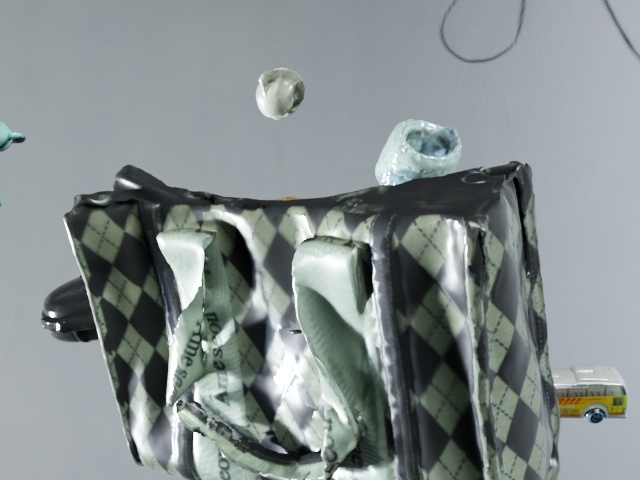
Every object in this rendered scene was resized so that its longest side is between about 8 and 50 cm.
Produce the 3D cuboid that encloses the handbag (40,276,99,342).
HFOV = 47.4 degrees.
[{"bbox_3d":[-0.401,0.121,1.451,0.254,0.308,0.093,-64,-37,-70],"label":"handbag"}]

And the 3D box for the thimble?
[{"bbox_3d":[0.272,-0.226,1.998,0.205,0.250,0.172,36,132,19],"label":"thimble"}]

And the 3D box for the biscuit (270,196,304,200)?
[{"bbox_3d":[-0.001,-0.001,1.624,0.359,0.359,0.046,-22,45,55],"label":"biscuit"}]

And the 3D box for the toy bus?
[{"bbox_3d":[0.496,0.315,1.509,0.092,0.268,0.106,-87,-4,-66],"label":"toy bus"}]

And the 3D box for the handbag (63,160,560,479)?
[{"bbox_3d":[-0.021,0.083,0.644,0.416,0.180,0.317,1,116,31],"label":"handbag"}]

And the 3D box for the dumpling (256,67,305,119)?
[{"bbox_3d":[-0.120,-0.431,2.170,0.092,0.150,0.176,-70,-21,-61],"label":"dumpling"}]

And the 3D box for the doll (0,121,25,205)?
[{"bbox_3d":[-0.423,-0.092,0.835,0.159,0.158,0.059,-37,48,5],"label":"doll"}]
